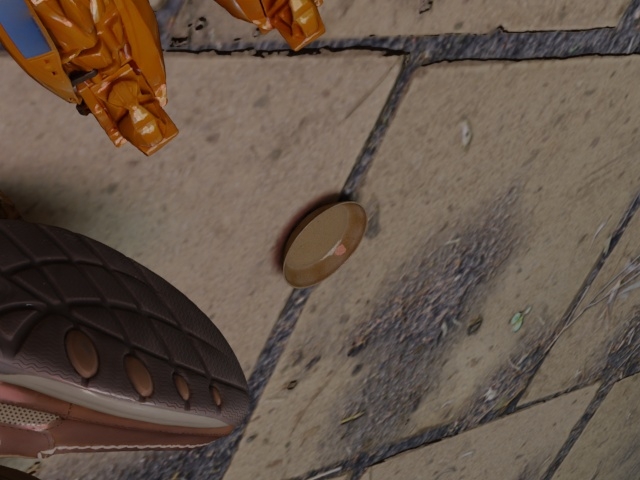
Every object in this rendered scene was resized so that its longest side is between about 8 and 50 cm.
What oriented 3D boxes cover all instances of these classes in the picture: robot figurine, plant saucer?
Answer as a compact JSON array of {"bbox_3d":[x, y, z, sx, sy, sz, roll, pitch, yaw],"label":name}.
[{"bbox_3d":[-0.094,-0.171,0.608,0.211,0.085,0.291,-37,150,-6],"label":"robot figurine"},{"bbox_3d":[0.000,0.000,1.011,0.083,0.015,0.083,-32,147,-24],"label":"plant saucer"}]

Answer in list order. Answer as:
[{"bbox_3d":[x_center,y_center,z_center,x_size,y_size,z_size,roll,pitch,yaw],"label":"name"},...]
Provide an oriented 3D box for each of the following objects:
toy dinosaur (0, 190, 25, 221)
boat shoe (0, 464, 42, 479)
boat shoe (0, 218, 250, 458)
[{"bbox_3d":[-0.169,0.044,0.805,0.112,0.064,0.211,-43,151,-8],"label":"toy dinosaur"},{"bbox_3d":[-0.297,0.216,0.819,0.302,0.109,0.098,-8,139,-39],"label":"boat shoe"},{"bbox_3d":[-0.191,0.060,0.700,0.324,0.123,0.116,18,126,-29],"label":"boat shoe"}]
